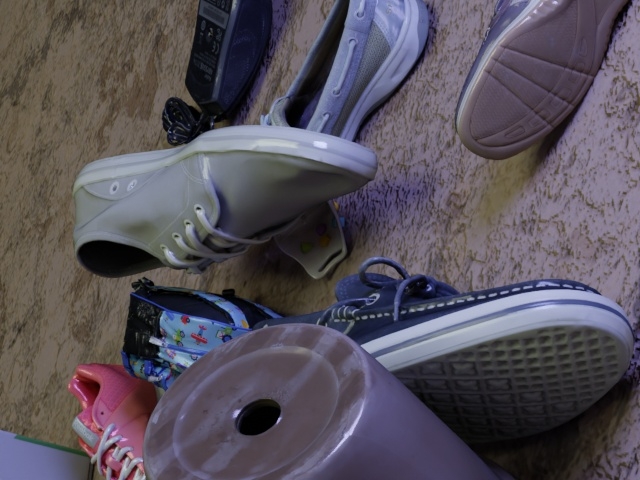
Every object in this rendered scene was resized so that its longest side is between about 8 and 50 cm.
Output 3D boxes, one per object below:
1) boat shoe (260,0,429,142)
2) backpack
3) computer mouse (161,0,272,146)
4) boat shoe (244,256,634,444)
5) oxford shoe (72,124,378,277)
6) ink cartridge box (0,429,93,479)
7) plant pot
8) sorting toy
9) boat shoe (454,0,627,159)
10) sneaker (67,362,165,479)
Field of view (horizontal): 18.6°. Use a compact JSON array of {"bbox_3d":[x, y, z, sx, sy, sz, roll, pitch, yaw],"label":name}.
[{"bbox_3d":[-0.006,-0.154,2.130,0.320,0.103,0.118,-49,34,34],"label":"boat shoe"},{"bbox_3d":[-0.113,0.114,2.110,0.173,0.158,0.116,14,93,50],"label":"backpack"},{"bbox_3d":[-0.115,-0.230,2.423,0.188,0.072,0.272,46,125,58],"label":"computer mouse"},{"bbox_3d":[0.074,0.099,1.728,0.500,0.187,0.156,-23,50,51],"label":"boat shoe"},{"bbox_3d":[-0.109,-0.034,2.061,0.449,0.169,0.130,-11,65,46],"label":"oxford shoe"},{"bbox_3d":[-0.452,0.339,2.502,0.289,0.211,0.121,-32,48,51],"label":"ink cartridge box"},{"bbox_3d":[0.003,0.226,1.543,0.323,0.280,0.323,-16,38,13],"label":"plant pot"},{"bbox_3d":[0.000,0.000,2.093,0.083,0.045,0.075,-42,50,24],"label":"sorting toy"},{"bbox_3d":[0.210,-0.207,1.790,0.285,0.103,0.092,-61,24,9],"label":"boat shoe"},{"bbox_3d":[-0.219,0.248,2.220,0.116,0.136,0.314,-60,30,22],"label":"sneaker"}]
